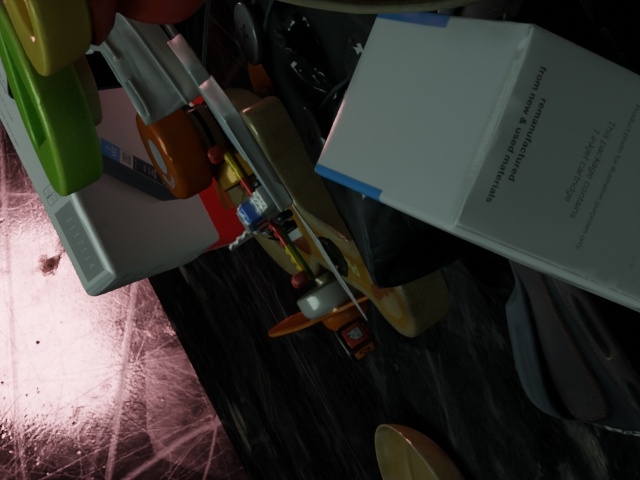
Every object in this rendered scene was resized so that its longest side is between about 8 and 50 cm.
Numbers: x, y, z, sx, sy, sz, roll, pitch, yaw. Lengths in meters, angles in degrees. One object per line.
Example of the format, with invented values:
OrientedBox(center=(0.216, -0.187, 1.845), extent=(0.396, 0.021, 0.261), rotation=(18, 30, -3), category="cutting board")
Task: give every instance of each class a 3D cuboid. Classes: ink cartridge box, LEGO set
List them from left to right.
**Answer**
OrientedBox(center=(-0.187, -0.117, 1.509), extent=(0.066, 0.261, 0.296), rotation=(-34, 81, 45), category="ink cartridge box")
OrientedBox(center=(-0.044, -0.022, 0.960), extent=(0.244, 0.060, 0.182), rotation=(58, 178, -37), category="LEGO set")
OrientedBox(center=(0.114, -0.020, 0.598), extent=(0.082, 0.190, 0.139), rotation=(-69, 24, 3), category="ink cartridge box")

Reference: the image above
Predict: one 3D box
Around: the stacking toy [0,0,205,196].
OrientedBox(center=(-0.153, -0.197, 0.924), extent=(0.279, 0.130, 0.309), rotation=(92, 153, -58), category="stacking toy")

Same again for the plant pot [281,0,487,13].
OrientedBox(center=(0.029, -0.250, 0.502), extent=(0.237, 0.237, 0.254), rotation=(98, 159, -65), category="plant pot")

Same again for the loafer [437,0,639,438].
OrientedBox(center=(0.139, -0.012, 0.743), extent=(0.095, 0.109, 0.303), rotation=(24, 148, 40), category="loafer")

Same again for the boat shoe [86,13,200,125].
OrientedBox(center=(-0.159, -0.158, 1.074), extent=(0.184, 0.063, 0.066), rotation=(52, 180, -40), category="boat shoe")

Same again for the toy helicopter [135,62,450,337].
OrientedBox(center=(0.000, 0.000, 1.164), extent=(0.355, 0.140, 0.235), rotation=(36, 150, 58), category="toy helicopter")

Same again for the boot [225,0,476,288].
OrientedBox(center=(-0.025, -0.167, 0.988), extent=(0.445, 0.146, 0.367), rotation=(56, 166, 16), category="boot")

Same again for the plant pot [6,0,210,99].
OrientedBox(center=(-0.209, -0.262, 1.376), extent=(0.187, 0.188, 0.167), rotation=(102, 156, -55), category="plant pot")

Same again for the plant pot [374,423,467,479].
OrientedBox(center=(0.122, 0.272, 1.391), extent=(0.236, 0.032, 0.236), rotation=(57, 164, 26), category="plant pot")
